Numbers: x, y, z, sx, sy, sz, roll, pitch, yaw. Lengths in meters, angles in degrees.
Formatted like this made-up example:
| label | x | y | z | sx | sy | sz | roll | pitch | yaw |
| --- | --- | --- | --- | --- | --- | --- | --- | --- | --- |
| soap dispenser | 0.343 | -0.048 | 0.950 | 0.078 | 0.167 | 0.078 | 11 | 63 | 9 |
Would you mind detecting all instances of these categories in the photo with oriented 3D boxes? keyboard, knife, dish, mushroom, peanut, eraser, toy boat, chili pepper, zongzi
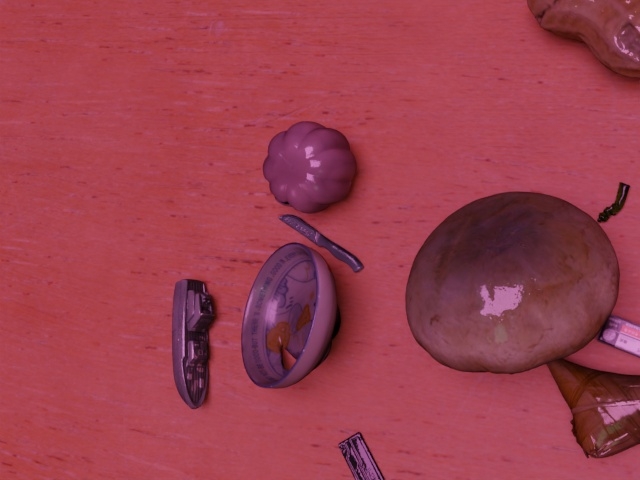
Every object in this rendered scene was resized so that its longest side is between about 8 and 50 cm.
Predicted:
| label | x | y | z | sx | sy | sz | roll | pitch | yaw |
| --- | --- | --- | --- | --- | --- | --- | --- | --- | --- |
| keyboard | 0.087 | 0.434 | 1.516 | 0.053 | 0.010 | 0.155 | -32 | 71 | 13 |
| knife | 0.000 | 0.000 | 1.621 | 0.210 | 0.015 | 0.028 | 35 | 100 | 23 |
| dish | -0.028 | 0.152 | 1.543 | 0.273 | 0.134 | 0.273 | -37 | 44 | 46 |
| mushroom | 0.308 | 0.074 | 1.354 | 0.352 | 0.260 | 0.352 | -19 | 37 | 15 |
| peanut | 0.525 | -0.387 | 1.411 | 0.340 | 0.158 | 0.174 | 46 | 128 | 26 |
| eraser | 0.530 | 0.167 | 1.378 | 0.122 | 0.029 | 0.052 | 21 | 89 | 23 |
| toy boat | -0.254 | 0.206 | 1.650 | 0.085 | 0.078 | 0.260 | -11 | 75 | 34 |
| chili pepper | 0.512 | -0.063 | 1.430 | 0.027 | 0.022 | 0.083 | 33 | 94 | -11 |
| zongzi | 0.485 | 0.240 | 1.353 | 0.194 | 0.099 | 0.197 | -27 | 65 | 15 |

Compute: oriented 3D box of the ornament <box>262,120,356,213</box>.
| label | x | y | z | sx | sy | sz | roll | pitch | yaw |
| --- | --- | --- | --- | --- | --- | --- | --- | --- | --- |
| ornament | -0.017 | -0.140 | 1.583 | 0.177 | 0.177 | 0.177 | -4 | 80 | 21 |
